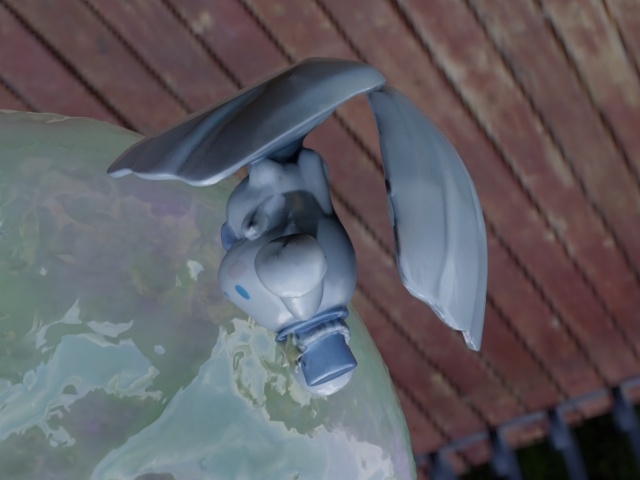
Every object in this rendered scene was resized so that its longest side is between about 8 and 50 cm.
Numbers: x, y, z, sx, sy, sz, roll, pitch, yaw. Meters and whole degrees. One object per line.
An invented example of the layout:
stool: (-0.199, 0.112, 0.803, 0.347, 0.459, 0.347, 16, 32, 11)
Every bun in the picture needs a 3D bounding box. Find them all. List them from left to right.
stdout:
bun: (-0.108, 0.110, 0.586, 0.293, 0.187, 0.293, 0, 124, 0)

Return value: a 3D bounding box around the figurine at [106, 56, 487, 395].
figurine: (0.000, 0.000, 0.459, 0.082, 0.086, 0.094, -24, -173, 5)
